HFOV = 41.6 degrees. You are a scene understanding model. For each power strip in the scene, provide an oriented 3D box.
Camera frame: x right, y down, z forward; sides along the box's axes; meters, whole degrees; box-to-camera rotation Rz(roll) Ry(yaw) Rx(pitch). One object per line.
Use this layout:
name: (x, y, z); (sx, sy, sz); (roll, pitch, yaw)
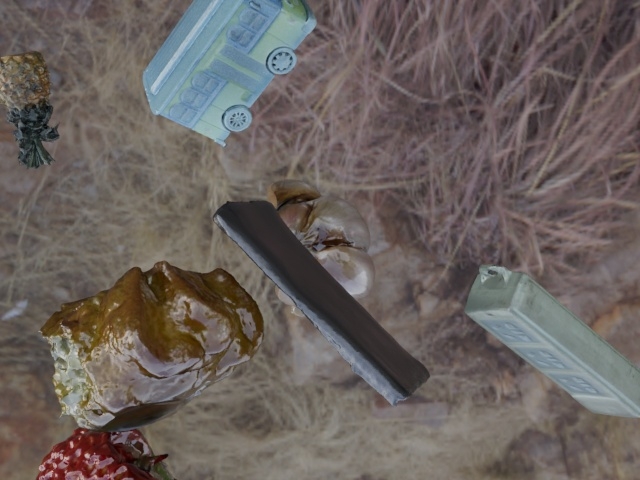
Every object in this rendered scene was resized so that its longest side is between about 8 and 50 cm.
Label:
power strip: (0.261, 0.116, 0.914); (0.272, 0.052, 0.078); (36, 157, -26)

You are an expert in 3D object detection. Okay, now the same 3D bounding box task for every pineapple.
pineapple: (-0.629, -0.278, 1.817); (0.128, 0.128, 0.248); (-8, 102, 10)

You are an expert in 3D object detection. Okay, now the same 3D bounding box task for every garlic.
garlic: (0.000, 0.000, 1.296); (0.160, 0.214, 0.191); (-3, 158, -2)

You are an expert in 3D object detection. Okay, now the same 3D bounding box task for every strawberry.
strawberry: (-0.304, 0.383, 1.163); (0.258, 0.261, 0.261); (-35, 138, -11)

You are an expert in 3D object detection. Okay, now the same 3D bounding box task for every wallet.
wallet: (0.004, 0.060, 0.914); (0.030, 0.285, 0.146); (-49, 167, 17)

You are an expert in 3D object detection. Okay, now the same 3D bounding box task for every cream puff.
cream puff: (-0.190, 0.119, 0.919); (0.269, 0.155, 0.241); (-22, 169, 24)

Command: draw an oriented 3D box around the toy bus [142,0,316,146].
toy bus: (-0.172, -0.351, 1.563); (0.190, 0.152, 0.312); (23, 120, -38)
